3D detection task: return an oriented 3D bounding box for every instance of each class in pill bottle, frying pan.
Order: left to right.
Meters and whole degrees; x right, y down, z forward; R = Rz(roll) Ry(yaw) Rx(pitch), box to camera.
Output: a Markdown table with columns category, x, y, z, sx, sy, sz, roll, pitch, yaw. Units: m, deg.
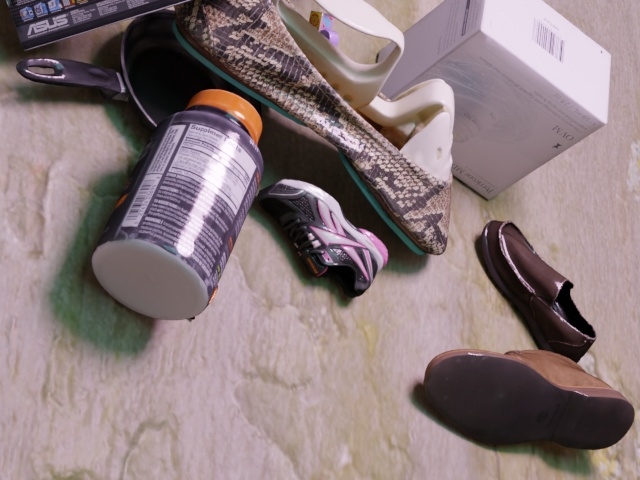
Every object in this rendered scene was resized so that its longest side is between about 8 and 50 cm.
| category | x | y | z | sx | sy | sz | roll | pitch | yaw |
| --- | --- | --- | --- | --- | --- | --- | --- | --- | --- |
| frying pan | -0.188 | -0.153 | 1.747 | 0.197 | 0.053 | 0.326 | 55 | 41 | 0 |
| pill bottle | -0.138 | -0.047 | 1.640 | 0.130 | 0.130 | 0.246 | 37 | 50 | -19 |

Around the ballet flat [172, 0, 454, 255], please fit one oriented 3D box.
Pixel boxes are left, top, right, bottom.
| category | x | y | z | sx | sy | sz | roll | pitch | yaw |
| --- | --- | --- | --- | --- | --- | --- | --- | --- | --- |
| ballet flat | 0.044 | -0.168 | 1.827 | 0.483 | 0.182 | 0.164 | 41 | 22 | -27 |

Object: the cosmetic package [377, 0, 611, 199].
| category | x | y | z | sx | sy | sz | roll | pitch | yaw |
| --- | --- | --- | --- | --- | --- | --- | --- | --- | --- |
| cosmetic package | 0.222 | -0.203 | 2.043 | 0.224 | 0.224 | 0.138 | 33 | 47 | -23 |

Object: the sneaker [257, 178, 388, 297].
| category | x | y | z | sx | sy | sz | roll | pitch | yaw |
| --- | --- | --- | --- | --- | --- | --- | --- | --- | --- |
| sneaker | 0.000 | 0.000 | 1.813 | 0.178 | 0.072 | 0.077 | 34 | 54 | -14 |

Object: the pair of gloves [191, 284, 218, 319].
| category | x | y | z | sx | sy | sz | roll | pitch | yaw |
| --- | --- | --- | --- | --- | --- | --- | --- | --- | --- |
| pair of gloves | -0.148 | 0.038 | 1.685 | 0.083 | 0.010 | 0.074 | 44 | 41 | -10 |

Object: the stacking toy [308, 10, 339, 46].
| category | x | y | z | sx | sy | sz | roll | pitch | yaw |
| --- | --- | --- | --- | --- | --- | --- | --- | --- | --- |
| stacking toy | 0.011 | -0.278 | 1.940 | 0.167 | 0.052 | 0.221 | 1 | 103 | -44 |

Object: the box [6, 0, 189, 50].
| category | x | y | z | sx | sy | sz | roll | pitch | yaw |
| --- | --- | --- | --- | --- | --- | --- | --- | --- | --- |
| box | -0.221 | -0.344 | 1.656 | 0.060 | 0.270 | 0.216 | -106 | 178 | -80 |

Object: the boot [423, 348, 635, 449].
| category | x | y | z | sx | sy | sz | roll | pitch | yaw |
| --- | --- | --- | --- | --- | --- | --- | --- | --- | --- |
| boot | 0.239 | 0.181 | 1.917 | 0.305 | 0.112 | 0.115 | 16 | 23 | -31 |

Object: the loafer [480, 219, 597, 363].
| category | x | y | z | sx | sy | sz | roll | pitch | yaw |
| --- | --- | --- | --- | --- | --- | --- | --- | --- | --- |
| loafer | 0.295 | 0.059 | 2.043 | 0.220 | 0.078 | 0.080 | 56 | 40 | 2 |
